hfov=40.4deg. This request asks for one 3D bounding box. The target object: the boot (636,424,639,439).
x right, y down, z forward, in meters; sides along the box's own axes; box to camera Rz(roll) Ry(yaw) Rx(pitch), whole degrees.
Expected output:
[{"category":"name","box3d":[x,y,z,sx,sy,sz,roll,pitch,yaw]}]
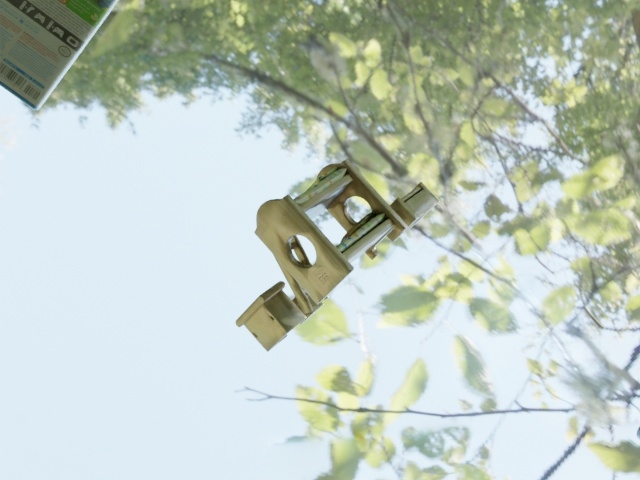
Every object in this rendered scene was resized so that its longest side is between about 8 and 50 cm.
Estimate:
[{"category":"boot","box3d":[0.302,0.211,0.625,0.118,0.338,0.223,-48,-127,22]}]

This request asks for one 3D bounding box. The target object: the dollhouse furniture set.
[{"category":"dollhouse furniture set","box3d":[0.000,0.000,0.886,0.101,0.182,0.161,48,-50,6]}]

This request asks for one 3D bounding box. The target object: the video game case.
[{"category":"video game case","box3d":[-0.212,-0.199,0.643,0.119,0.015,0.166,36,-88,-13]}]
